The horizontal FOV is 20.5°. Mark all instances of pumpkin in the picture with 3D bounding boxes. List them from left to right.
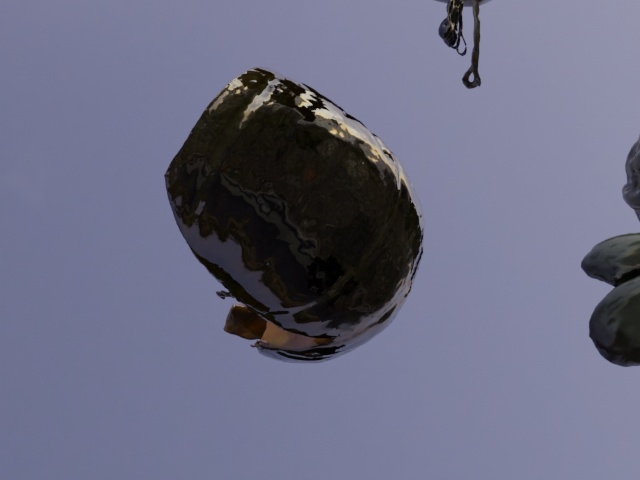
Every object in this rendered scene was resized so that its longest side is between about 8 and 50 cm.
[{"bbox_3d":[0.000,0.000,0.904,0.119,0.107,0.183,-63,-20,-16],"label":"pumpkin"}]

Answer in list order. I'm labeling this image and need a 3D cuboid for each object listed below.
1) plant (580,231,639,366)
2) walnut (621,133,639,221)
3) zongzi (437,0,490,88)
[{"bbox_3d":[0.299,0.007,1.129,0.146,0.274,0.149,-13,-95,-60],"label":"plant"},{"bbox_3d":[0.216,-0.036,1.028,0.092,0.092,0.092,-7,-80,-45],"label":"walnut"},{"bbox_3d":[0.173,-0.397,1.626,0.447,0.181,0.418,-41,-36,-54],"label":"zongzi"}]
